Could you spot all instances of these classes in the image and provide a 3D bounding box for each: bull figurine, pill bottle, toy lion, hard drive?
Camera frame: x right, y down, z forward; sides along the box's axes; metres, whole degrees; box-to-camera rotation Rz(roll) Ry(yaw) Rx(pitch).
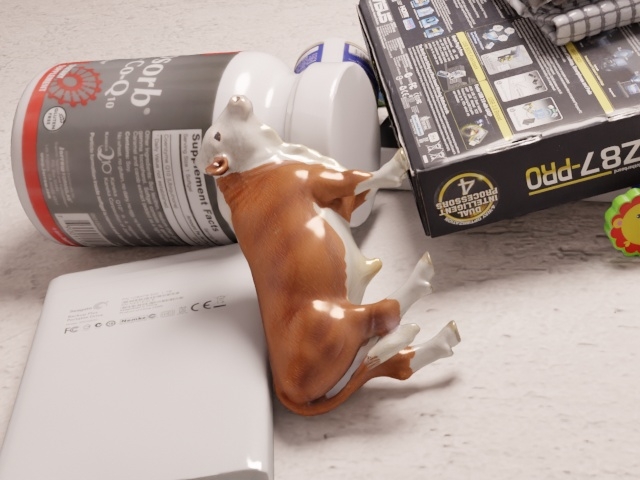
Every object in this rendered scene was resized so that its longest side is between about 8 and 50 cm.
[{"bbox_3d":[0.000,0.000,1.067,0.188,0.101,0.310,-18,70,8],"label":"bull figurine"},{"bbox_3d":[0.015,-0.162,1.437,0.112,0.112,0.187,-7,31,9],"label":"pill bottle"},{"bbox_3d":[0.325,-0.023,1.130,0.100,0.096,0.034,23,23,-21],"label":"toy lion"},{"bbox_3d":[-0.131,-0.098,1.284,0.363,0.210,0.210,-1,32,20],"label":"pill bottle"},{"bbox_3d":[-0.160,0.125,1.088,0.233,0.047,0.353,-10,30,3],"label":"hard drive"}]

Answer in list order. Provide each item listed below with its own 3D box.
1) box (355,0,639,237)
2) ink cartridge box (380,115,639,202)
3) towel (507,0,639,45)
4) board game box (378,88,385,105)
[{"bbox_3d":[0.223,-0.184,1.283,0.318,0.097,0.395,-16,36,3],"label":"box"},{"bbox_3d":[0.249,-0.114,1.325,0.371,0.069,0.176,7,36,25],"label":"ink cartridge box"},{"bbox_3d":[0.294,-0.340,1.287,0.235,0.121,0.284,-17,36,-3],"label":"towel"},{"bbox_3d":[0.151,-0.227,1.546,0.194,0.060,0.194,-3,31,16],"label":"board game box"}]
